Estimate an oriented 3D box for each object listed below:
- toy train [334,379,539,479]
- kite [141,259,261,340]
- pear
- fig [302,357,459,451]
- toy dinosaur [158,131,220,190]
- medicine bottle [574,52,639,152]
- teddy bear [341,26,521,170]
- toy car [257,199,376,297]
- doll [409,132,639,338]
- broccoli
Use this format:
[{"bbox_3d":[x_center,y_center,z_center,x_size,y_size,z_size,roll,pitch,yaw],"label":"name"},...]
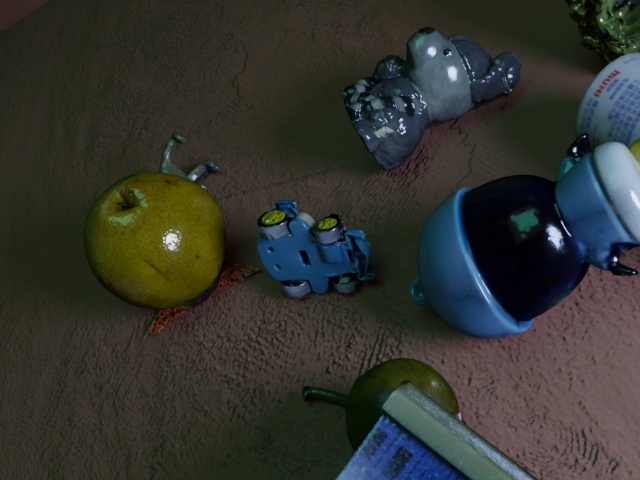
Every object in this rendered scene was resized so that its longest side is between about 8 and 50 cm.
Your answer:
[{"bbox_3d":[0.118,0.271,0.585,0.300,0.131,0.202,37,87,16],"label":"toy train"},{"bbox_3d":[-0.193,0.059,1.115,0.222,0.008,0.125,-31,44,10],"label":"kite"},{"bbox_3d":[-0.248,-0.005,1.058,0.209,0.209,0.209,-18,48,21],"label":"pear"},{"bbox_3d":[0.054,0.191,0.790,0.236,0.124,0.124,-11,46,59],"label":"fig"},{"bbox_3d":[-0.285,-0.091,1.258,0.251,0.072,0.199,35,90,36],"label":"toy dinosaur"},{"bbox_3d":[0.422,-0.073,0.714,0.130,0.130,0.341,-40,42,0],"label":"medicine bottle"},{"bbox_3d":[0.140,-0.226,1.027,0.251,0.144,0.171,-38,29,-1],"label":"teddy bear"},{"bbox_3d":[0.000,0.000,0.959,0.161,0.126,0.098,-4,37,25],"label":"toy car"},{"bbox_3d":[0.223,0.003,0.766,0.314,0.141,0.177,-28,57,33],"label":"doll"},{"bbox_3d":[0.392,-0.286,0.857,0.180,0.242,0.273,-39,32,33],"label":"broccoli"}]
